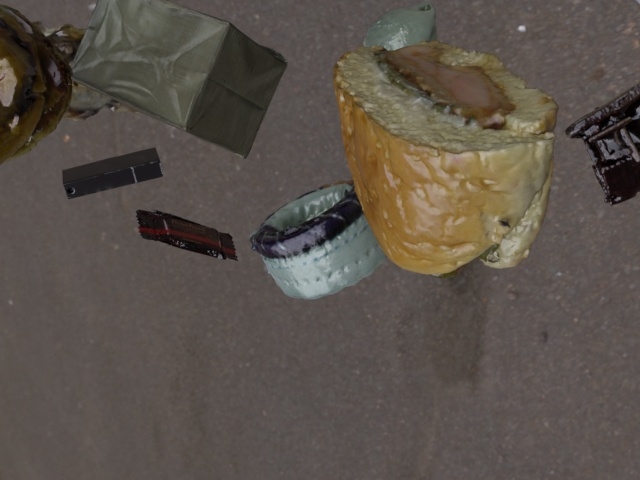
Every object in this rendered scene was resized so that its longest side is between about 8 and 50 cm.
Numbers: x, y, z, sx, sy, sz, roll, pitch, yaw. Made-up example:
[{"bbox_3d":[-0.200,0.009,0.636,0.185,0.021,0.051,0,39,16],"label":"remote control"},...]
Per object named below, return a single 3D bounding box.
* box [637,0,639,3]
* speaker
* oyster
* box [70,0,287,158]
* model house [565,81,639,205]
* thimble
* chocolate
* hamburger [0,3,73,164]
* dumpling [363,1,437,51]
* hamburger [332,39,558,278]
[{"bbox_3d":[0.728,-0.522,1.483,0.190,0.112,0.370,91,154,-63],"label":"box"},{"bbox_3d":[-0.474,-0.153,1.695,0.082,0.218,0.044,-125,22,-55],"label":"speaker"},{"bbox_3d":[-0.436,-0.281,1.306,0.201,0.354,0.107,-33,54,46],"label":"oyster"},{"bbox_3d":[-0.193,-0.235,1.014,0.231,0.149,0.155,28,95,27],"label":"box"},{"bbox_3d":[0.551,-0.173,1.295,0.203,0.141,0.164,-32,80,7],"label":"model house"},{"bbox_3d":[0.000,0.000,1.337,0.237,0.237,0.150,-7,116,51],"label":"thimble"},{"bbox_3d":[-0.225,-0.006,1.262,0.028,0.182,0.086,-56,37,24],"label":"chocolate"},{"bbox_3d":[-0.387,-0.170,0.808,0.183,0.206,0.130,50,173,-6],"label":"hamburger"},{"bbox_3d":[0.117,-0.298,1.188,0.108,0.219,0.153,40,148,4],"label":"dumpling"},{"bbox_3d":[0.117,-0.066,0.735,0.330,0.162,0.209,-121,19,-61],"label":"hamburger"}]
